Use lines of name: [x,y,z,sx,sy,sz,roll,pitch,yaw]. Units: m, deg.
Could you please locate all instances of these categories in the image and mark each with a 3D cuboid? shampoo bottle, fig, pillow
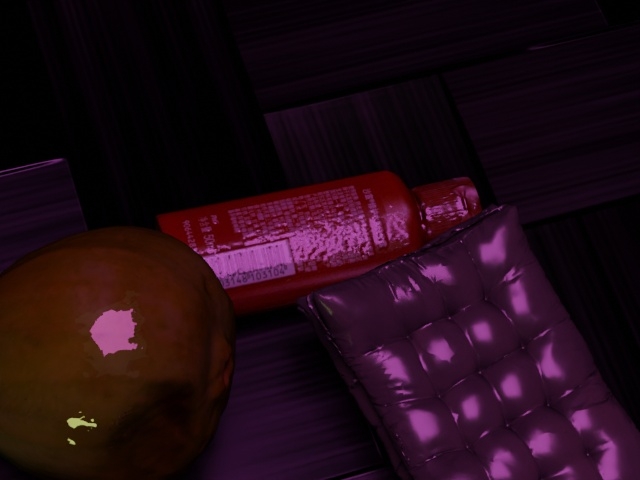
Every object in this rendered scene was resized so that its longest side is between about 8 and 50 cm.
shampoo bottle: [-0.001,0.000,1.638,0.314,0.076,0.118,-12,64,-12]
fig: [-0.209,0.101,1.477,0.271,0.239,0.239,4,62,7]
pillow: [0.146,0.144,1.547,0.228,0.101,0.326,-24,80,-16]
